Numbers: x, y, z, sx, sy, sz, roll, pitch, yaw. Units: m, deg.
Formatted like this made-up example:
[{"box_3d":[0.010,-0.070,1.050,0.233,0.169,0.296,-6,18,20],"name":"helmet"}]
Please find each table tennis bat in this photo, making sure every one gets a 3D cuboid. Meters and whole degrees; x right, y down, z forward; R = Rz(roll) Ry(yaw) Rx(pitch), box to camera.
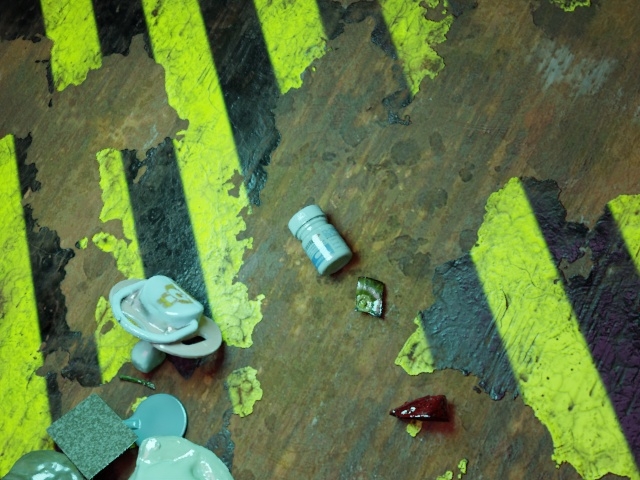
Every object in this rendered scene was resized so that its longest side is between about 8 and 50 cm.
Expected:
[{"box_3d":[-0.469,0.488,1.872,0.244,0.040,0.153,-8,67,10],"name":"table tennis bat"}]

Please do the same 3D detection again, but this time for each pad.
[{"box_3d":[-0.598,0.506,1.847,0.235,0.003,0.158,27,53,38],"name":"pad"}]

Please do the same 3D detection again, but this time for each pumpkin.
[{"box_3d":[0.126,0.147,1.811,0.073,0.035,0.101,8,73,6],"name":"pumpkin"}]

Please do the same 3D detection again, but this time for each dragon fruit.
[{"box_3d":[0.235,0.398,1.691,0.131,0.097,0.063,-8,68,33],"name":"dragon fruit"}]

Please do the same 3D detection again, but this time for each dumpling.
[{"box_3d":[-0.340,0.676,1.724,0.316,0.233,0.395,3,57,-16],"name":"dumpling"}]

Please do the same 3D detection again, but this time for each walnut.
[{"box_3d":[-0.699,0.665,1.780,0.273,0.227,0.273,-3,73,9],"name":"walnut"}]

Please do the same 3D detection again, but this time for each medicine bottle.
[{"box_3d":[0.000,0.000,1.849,0.105,0.105,0.168,-36,68,3],"name":"medicine bottle"}]

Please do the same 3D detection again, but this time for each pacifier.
[{"box_3d":[-0.412,0.217,1.848,0.332,0.273,0.220,36,59,23],"name":"pacifier"}]

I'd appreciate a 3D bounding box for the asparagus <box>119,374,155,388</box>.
[{"box_3d":[-0.497,0.384,1.921,0.114,0.014,0.015,11,78,18],"name":"asparagus"}]
